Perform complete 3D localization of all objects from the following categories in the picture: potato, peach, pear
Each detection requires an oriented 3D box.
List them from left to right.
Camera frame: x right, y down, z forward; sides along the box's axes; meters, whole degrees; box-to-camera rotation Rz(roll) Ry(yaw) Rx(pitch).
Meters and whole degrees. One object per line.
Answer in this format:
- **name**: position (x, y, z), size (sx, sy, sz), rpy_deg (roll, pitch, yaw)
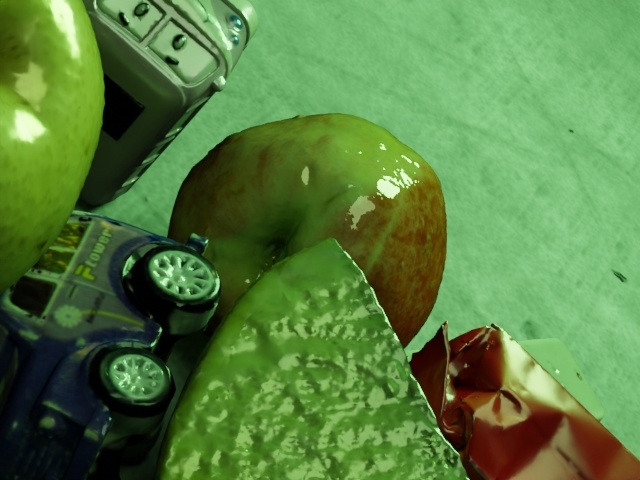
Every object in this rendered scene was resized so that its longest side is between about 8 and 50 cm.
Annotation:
- **pear**: position (-0.314, -0.099, 1.176), size (0.348, 0.348, 0.348), rpy_deg (27, 39, -24)
- **potato**: position (-0.025, 0.212, 1.261), size (0.212, 0.280, 0.330), rpy_deg (-18, 63, -17)
- **peach**: position (0.000, 0.000, 1.492), size (0.232, 0.232, 0.256), rpy_deg (51, 20, 9)

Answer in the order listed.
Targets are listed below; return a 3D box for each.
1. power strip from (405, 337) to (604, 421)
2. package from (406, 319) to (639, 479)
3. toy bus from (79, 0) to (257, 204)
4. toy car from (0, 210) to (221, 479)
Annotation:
- **power strip**: position (0.135, 0.148, 1.614), size (0.338, 0.058, 0.098), rpy_deg (-2, 57, -45)
- **package**: position (0.199, 0.251, 1.402), size (0.423, 0.196, 0.123), rpy_deg (44, 60, -3)
- **toy bus**: position (-0.161, -0.143, 1.483), size (0.142, 0.202, 0.142), rpy_deg (42, 38, -5)
- **toy car**: position (-0.181, 0.094, 1.277), size (0.158, 0.172, 0.235), rpy_deg (23, 40, -2)
